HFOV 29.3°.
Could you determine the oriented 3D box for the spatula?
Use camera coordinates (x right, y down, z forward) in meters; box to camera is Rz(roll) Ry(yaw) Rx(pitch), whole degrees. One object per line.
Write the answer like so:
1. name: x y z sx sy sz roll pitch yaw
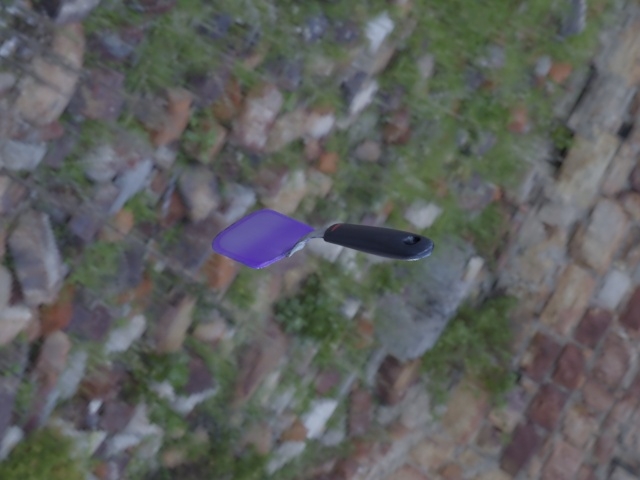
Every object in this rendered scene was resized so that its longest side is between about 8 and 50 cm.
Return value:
1. spatula: 0.000 0.000 1.107 0.084 0.296 0.030 -32 109 -30
